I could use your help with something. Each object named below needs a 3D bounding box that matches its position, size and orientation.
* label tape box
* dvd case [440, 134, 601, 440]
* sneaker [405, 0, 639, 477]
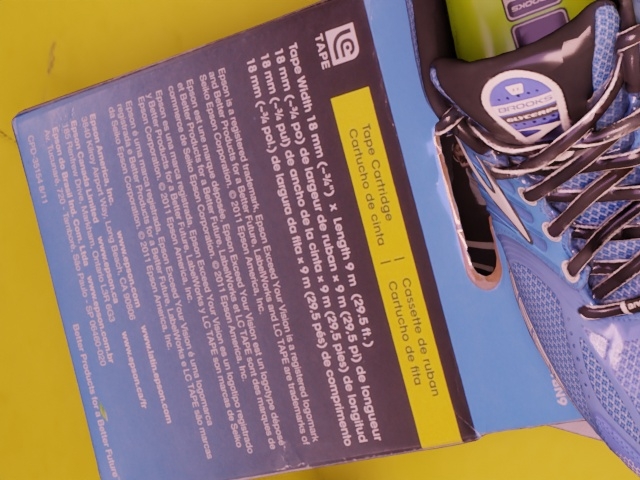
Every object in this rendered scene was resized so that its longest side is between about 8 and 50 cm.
[{"bbox_3d":[0.000,0.000,0.924,0.333,0.106,0.241,-14,90,35],"label":"label tape box"},{"bbox_3d":[0.081,0.002,0.951,0.238,0.029,0.179,13,105,33],"label":"dvd case"},{"bbox_3d":[0.104,-0.038,0.702,0.129,0.147,0.330,-26,85,23],"label":"sneaker"}]
